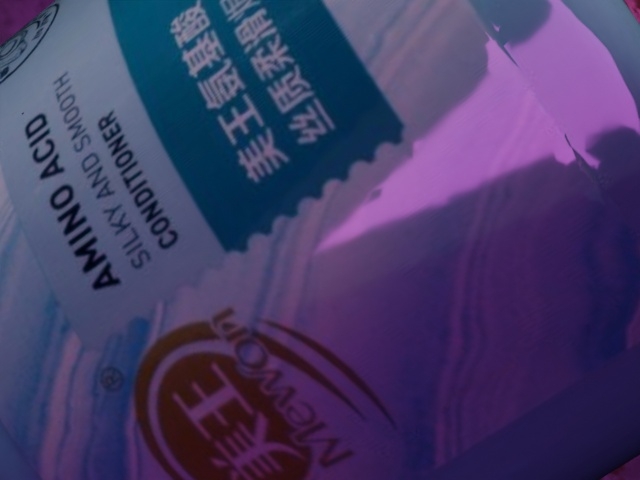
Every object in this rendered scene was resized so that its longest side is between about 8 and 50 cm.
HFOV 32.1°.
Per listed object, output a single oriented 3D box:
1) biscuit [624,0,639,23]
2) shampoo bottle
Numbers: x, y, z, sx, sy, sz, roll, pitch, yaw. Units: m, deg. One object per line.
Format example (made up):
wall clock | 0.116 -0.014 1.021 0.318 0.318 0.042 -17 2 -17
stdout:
biscuit | 0.161 -0.047 0.699 0.209 0.041 0.290 -30 96 4
shampoo bottle | 0.000 0.000 0.541 0.343 0.331 0.331 -35 95 15
